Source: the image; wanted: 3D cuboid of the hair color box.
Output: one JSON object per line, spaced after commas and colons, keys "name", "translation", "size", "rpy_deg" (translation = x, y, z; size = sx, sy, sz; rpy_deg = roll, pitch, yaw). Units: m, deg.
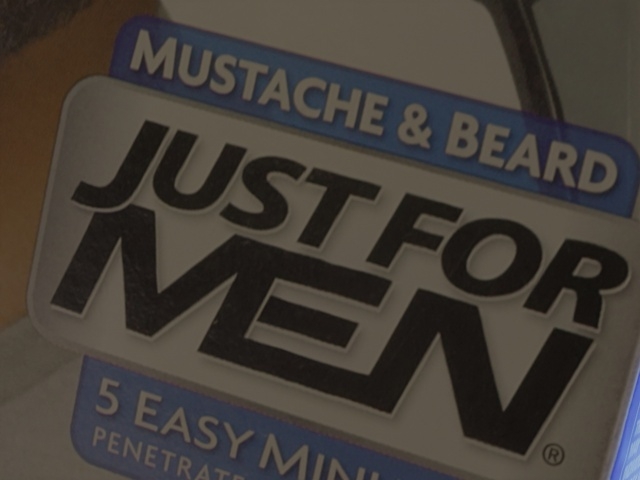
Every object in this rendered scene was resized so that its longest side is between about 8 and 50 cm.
{"name": "hair color box", "translation": [0.006, -0.067, 0.369], "size": [0.185, 0.110, 0.338], "rpy_deg": [16, -80, 20]}
